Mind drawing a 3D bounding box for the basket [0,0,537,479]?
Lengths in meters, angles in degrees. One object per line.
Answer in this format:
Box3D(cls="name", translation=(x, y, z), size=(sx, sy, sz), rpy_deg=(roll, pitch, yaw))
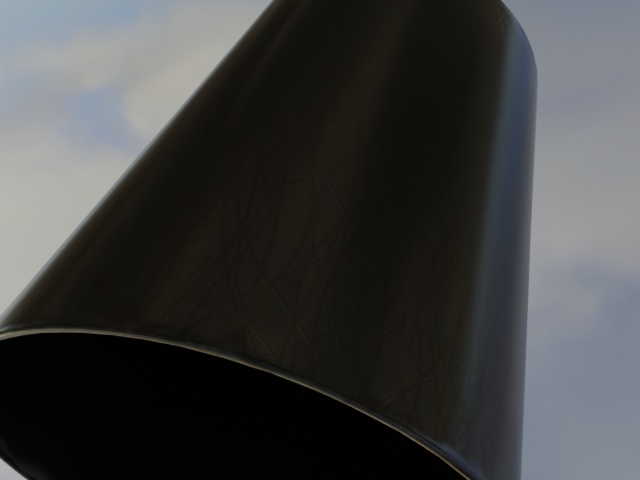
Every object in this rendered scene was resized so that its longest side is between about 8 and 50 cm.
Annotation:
Box3D(cls="basket", translation=(0.000, 0.000, 0.464), size=(0.205, 0.154, 0.226), rpy_deg=(12, -130, 13))
